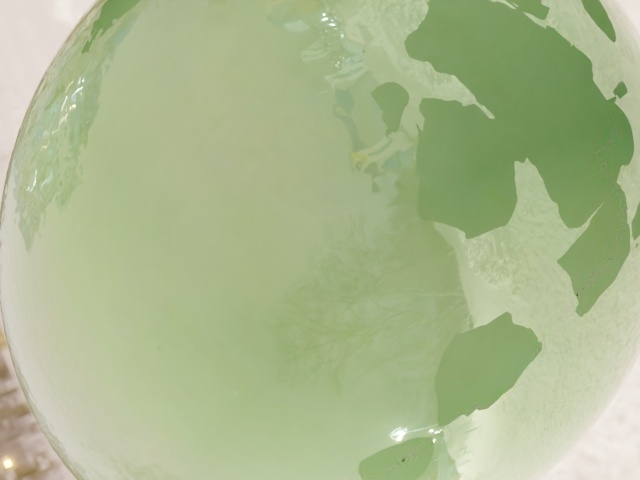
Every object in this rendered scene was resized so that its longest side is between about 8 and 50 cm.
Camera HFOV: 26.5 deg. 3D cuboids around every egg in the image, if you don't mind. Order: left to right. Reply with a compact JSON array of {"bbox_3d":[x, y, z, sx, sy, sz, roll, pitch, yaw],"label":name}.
[{"bbox_3d":[0.000,0.000,0.476,0.220,0.220,0.270,63,142,17],"label":"egg"}]
